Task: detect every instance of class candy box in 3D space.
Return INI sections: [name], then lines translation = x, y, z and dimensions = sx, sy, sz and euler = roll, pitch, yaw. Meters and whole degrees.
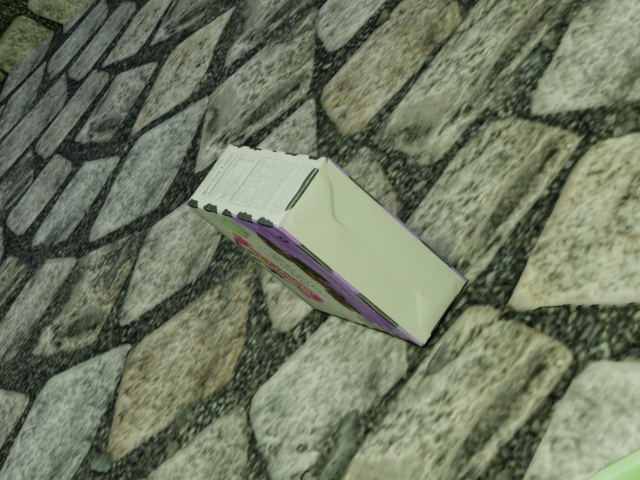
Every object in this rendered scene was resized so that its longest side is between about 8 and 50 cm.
[candy box]
translation = 0.000, 0.000, 1.090
dimensions = 0.070, 0.165, 0.196
euler = -55, 25, -10

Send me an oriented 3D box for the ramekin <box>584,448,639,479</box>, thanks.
[ramekin]
translation = 0.175, 0.229, 0.493
dimensions = 0.303, 0.148, 0.303
euler = -36, 27, 22
